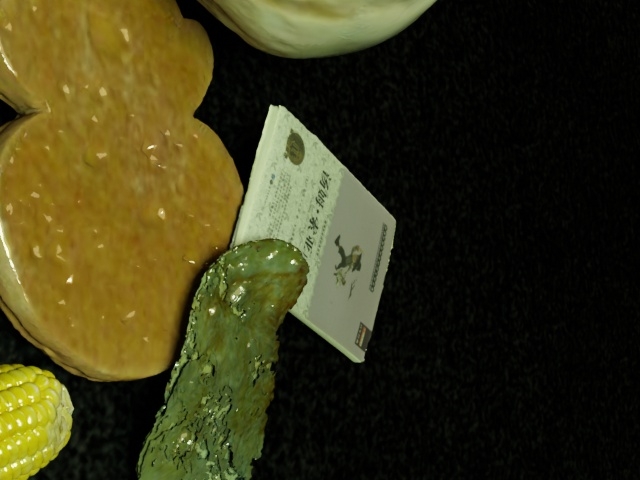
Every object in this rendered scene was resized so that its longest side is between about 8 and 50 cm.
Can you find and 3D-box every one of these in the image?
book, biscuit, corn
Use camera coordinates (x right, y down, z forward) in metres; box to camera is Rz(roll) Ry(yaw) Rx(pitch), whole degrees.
[{"bbox_3d":[0.000,0.000,0.789,0.182,0.014,0.127,42,54,-48],"label":"book"},{"bbox_3d":[-0.132,-0.058,0.665,0.202,0.044,0.288,-12,92,-50],"label":"biscuit"},{"bbox_3d":[-0.211,0.117,0.536,0.206,0.067,0.067,-24,101,-45],"label":"corn"}]

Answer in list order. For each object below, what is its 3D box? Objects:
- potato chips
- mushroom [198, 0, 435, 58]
[{"bbox_3d":[-0.060,0.102,0.699,0.209,0.026,0.142,-61,146,-17],"label":"potato chips"},{"bbox_3d":[-0.026,-0.285,0.672,0.336,0.314,0.314,35,57,-11],"label":"mushroom"}]
